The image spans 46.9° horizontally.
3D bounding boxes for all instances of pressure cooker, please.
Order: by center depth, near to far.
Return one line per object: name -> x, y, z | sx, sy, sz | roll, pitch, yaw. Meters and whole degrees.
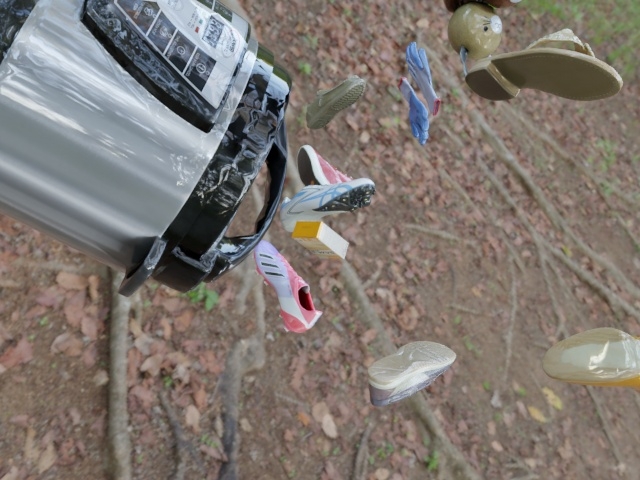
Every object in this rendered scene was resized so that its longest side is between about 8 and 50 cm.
pressure cooker -> -0.233, -0.150, 0.970 | 0.421, 0.369, 0.375 | 30, 2, -20

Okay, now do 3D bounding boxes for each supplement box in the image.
supplement box -> 0.000, 0.000, 1.399 | 0.098, 0.062, 0.036 | 37, 62, -46

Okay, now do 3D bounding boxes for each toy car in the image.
toy car -> 0.249, -0.329, 1.114 | 0.155, 0.149, 0.188 | 1, 90, -42

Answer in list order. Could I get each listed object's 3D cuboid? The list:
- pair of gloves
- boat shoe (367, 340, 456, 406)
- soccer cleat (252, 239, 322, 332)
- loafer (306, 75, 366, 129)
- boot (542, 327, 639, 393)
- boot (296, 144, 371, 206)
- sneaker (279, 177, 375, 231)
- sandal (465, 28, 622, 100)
pair of gloves -> 0.194, -0.294, 1.476 | 0.023, 0.198, 0.159 | -15, 65, -9
boat shoe -> 0.209, 0.310, 1.723 | 0.103, 0.092, 0.285 | 27, 26, 36
soccer cleat -> -0.075, 0.093, 1.685 | 0.083, 0.095, 0.248 | 11, 47, -52
loafer -> 0.020, -0.260, 1.352 | 0.056, 0.148, 0.050 | -3, 65, -50
boot -> 0.525, 0.230, 1.173 | 0.211, 0.295, 0.104 | 56, 33, -36
boot -> 0.045, -0.183, 2.133 | 0.176, 0.088, 0.244 | -6, 50, -30
sneaker -> 0.007, -0.087, 1.503 | 0.085, 0.237, 0.086 | 15, 62, -48
sandal -> 0.278, -0.226, 0.904 | 0.088, 0.240, 0.079 | 39, 78, -27
